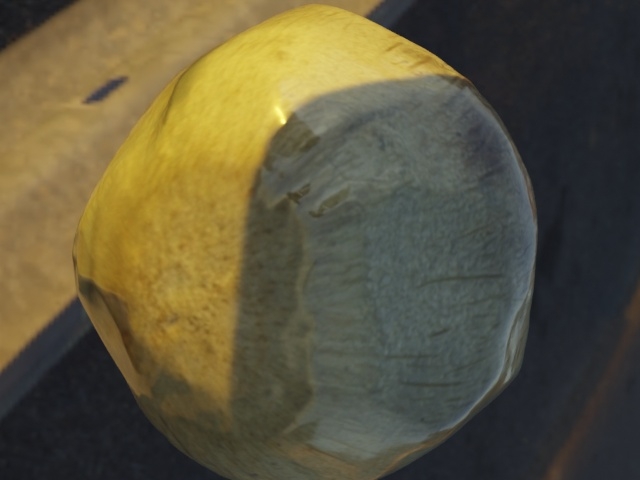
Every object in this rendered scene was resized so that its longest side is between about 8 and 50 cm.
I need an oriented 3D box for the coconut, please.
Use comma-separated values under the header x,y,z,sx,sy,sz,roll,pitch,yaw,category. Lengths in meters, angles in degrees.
x,y,z,sx,sy,sz,roll,pitch,yaw,category
0.000,0.000,0.667,0.224,0.224,0.224,6,90,-66,coconut
